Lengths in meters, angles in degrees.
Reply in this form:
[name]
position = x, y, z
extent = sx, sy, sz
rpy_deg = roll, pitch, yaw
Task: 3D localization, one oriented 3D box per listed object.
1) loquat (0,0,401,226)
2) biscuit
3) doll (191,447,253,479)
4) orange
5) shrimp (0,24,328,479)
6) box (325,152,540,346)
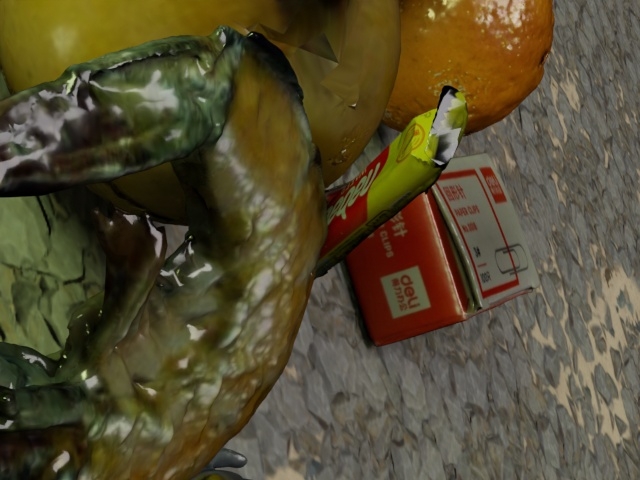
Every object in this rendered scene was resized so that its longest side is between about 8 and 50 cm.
[loquat]
position = -0.065, -0.120, 0.821
extent = 0.235, 0.235, 0.235
rpy_deg = 42, 38, -45
[biscuit]
position = 0.000, 0.000, 0.829
extent = 0.026, 0.292, 0.048
rpy_deg = 30, 55, -14
[doll]
position = -0.067, 0.169, 0.815
extent = 0.104, 0.062, 0.194
rpy_deg = 40, 22, 27
[orange]
position = 0.099, -0.183, 1.231
extent = 0.161, 0.193, 0.193
rpy_deg = 35, 43, -41
[shrimp]
position = -0.131, 0.035, 0.620
extent = 0.085, 0.272, 0.445
rpy_deg = 34, 22, 28
[box]
position = 0.095, 0.002, 1.194
extent = 0.182, 0.099, 0.133
rpy_deg = -9, 79, -64
